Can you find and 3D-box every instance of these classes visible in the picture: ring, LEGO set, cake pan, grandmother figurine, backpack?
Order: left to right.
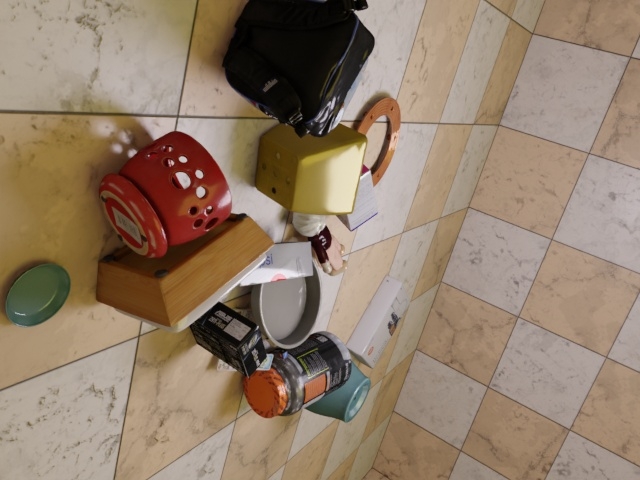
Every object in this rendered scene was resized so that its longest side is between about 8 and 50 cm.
[{"bbox_3d":[-0.187,0.286,1.653,0.244,0.060,0.182,11,96,-41],"label":"LEGO set"},{"bbox_3d":[-0.098,0.161,1.635,0.293,0.054,0.293,-2,93,-55],"label":"cake pan"},{"bbox_3d":[-0.049,-0.356,1.126,0.276,0.263,0.213,-61,161,2],"label":"backpack"},{"bbox_3d":[0.000,0.000,1.700,0.104,0.208,0.342,-23,150,7],"label":"grandmother figurine"},{"bbox_3d":[0.170,-0.307,1.863,0.336,0.032,0.337,-43,146,-38],"label":"ring"}]

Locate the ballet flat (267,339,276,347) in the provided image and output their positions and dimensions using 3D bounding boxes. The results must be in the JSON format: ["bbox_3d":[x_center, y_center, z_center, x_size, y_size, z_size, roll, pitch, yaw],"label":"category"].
[{"bbox_3d":[-0.094,0.289,1.832,0.248,0.086,0.086,-12,123,-58],"label":"ballet flat"}]

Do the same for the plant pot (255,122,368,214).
[{"bbox_3d":[-0.039,-0.180,1.391,0.187,0.212,0.212,-18,130,-41],"label":"plant pot"}]

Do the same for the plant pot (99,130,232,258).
[{"bbox_3d":[-0.282,-0.077,1.017,0.174,0.191,0.191,-38,145,-34],"label":"plant pot"}]

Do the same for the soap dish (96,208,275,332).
[{"bbox_3d":[-0.270,0.041,1.122,0.291,0.229,0.118,-41,130,-41],"label":"soap dish"}]

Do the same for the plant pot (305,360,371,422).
[{"bbox_3d":[0.036,0.533,2.107,0.271,0.255,0.272,-43,147,-37],"label":"plant pot"}]

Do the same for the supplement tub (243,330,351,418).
[{"bbox_3d":[-0.072,0.433,1.836,0.338,0.207,0.207,-13,125,-48],"label":"supplement tub"}]

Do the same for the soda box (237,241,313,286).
[{"bbox_3d":[-0.140,0.057,1.450,0.286,0.091,0.098,-4,91,-54],"label":"soda box"}]

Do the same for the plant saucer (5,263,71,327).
[{"bbox_3d":[-0.485,0.090,0.968,0.119,0.021,0.119,-45,149,-36],"label":"plant saucer"}]

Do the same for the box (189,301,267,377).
[{"bbox_3d":[-0.232,0.235,1.402,0.077,0.180,0.147,-47,149,-31],"label":"box"}]

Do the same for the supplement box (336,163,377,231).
[{"bbox_3d":[0.090,-0.147,1.725,0.114,0.111,0.220,-35,148,-9],"label":"supplement box"}]

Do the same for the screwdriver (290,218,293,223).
[{"bbox_3d":[-0.042,-0.118,1.650,0.170,0.025,0.024,-51,154,-8],"label":"screwdriver"}]

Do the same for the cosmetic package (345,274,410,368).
[{"bbox_3d":[0.273,0.382,2.619,0.377,0.097,0.284,-59,151,-13],"label":"cosmetic package"}]
